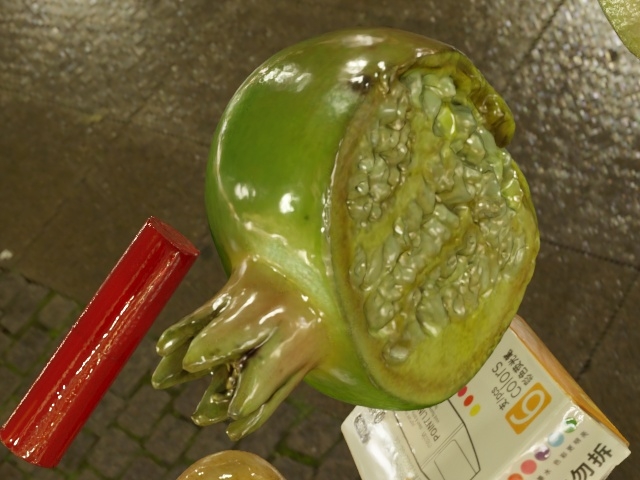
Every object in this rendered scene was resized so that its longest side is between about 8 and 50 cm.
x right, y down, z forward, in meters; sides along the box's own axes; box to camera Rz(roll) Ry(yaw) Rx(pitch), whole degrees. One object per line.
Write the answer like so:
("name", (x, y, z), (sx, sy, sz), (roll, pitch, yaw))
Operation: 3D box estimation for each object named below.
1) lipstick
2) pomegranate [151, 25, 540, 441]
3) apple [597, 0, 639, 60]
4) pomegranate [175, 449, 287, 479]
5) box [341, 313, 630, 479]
("lipstick", (-0.226, 0.107, 1.195), (0.279, 0.073, 0.073), (-54, 45, 8))
("pomegranate", (0.000, 0.000, 0.933), (0.358, 0.309, 0.216), (-40, 39, -25))
("apple", (0.329, -0.253, 1.000), (0.193, 0.120, 0.264), (-33, 70, 37))
("pomegranate", (-0.102, 0.330, 1.307), (0.191, 0.191, 0.191), (-16, 48, 19))
("box", (0.143, 0.185, 1.108), (0.220, 0.091, 0.274), (-50, 22, 6))
